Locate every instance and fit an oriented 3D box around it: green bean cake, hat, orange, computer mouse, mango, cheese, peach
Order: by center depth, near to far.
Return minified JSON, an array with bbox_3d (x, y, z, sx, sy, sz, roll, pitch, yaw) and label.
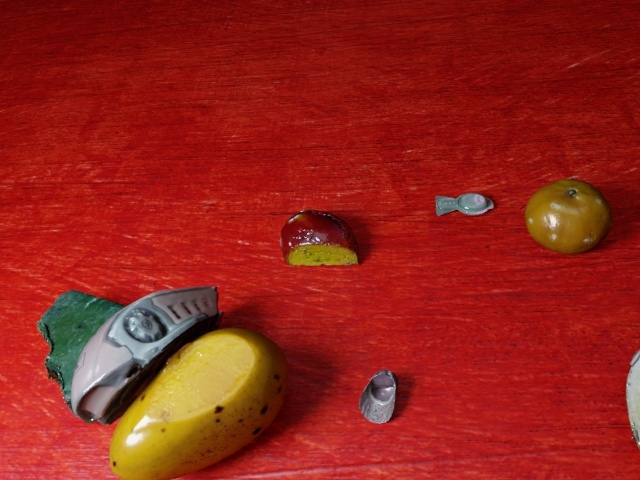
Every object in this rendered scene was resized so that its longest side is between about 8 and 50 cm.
[{"bbox_3d":[-0.179,0.256,0.840,0.290,0.191,0.160,-32,58,-25],"label":"mango"},{"bbox_3d":[-0.268,0.153,0.903,0.115,0.199,0.389,44,22,4],"label":"computer mouse"},{"bbox_3d":[0.100,0.254,0.910,0.058,0.042,0.087,10,83,21],"label":"hat"},{"bbox_3d":[-0.430,0.201,0.996,0.208,0.107,0.193,15,54,23],"label":"green bean cake"},{"bbox_3d":[0.478,-0.049,1.071,0.156,0.124,0.156,-3,45,3],"label":"orange"},{"bbox_3d":[-0.002,-0.004,1.129,0.172,0.092,0.127,16,48,26],"label":"peach"},{"bbox_3d":[0.310,-0.079,1.194,0.121,0.026,0.067,-1,46,9],"label":"cheese"}]

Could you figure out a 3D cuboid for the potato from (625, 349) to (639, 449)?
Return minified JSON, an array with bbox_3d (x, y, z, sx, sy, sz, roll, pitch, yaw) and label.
[{"bbox_3d":[0.555,0.256,0.778,0.239,0.116,0.299,-5,57,15],"label":"potato"}]
